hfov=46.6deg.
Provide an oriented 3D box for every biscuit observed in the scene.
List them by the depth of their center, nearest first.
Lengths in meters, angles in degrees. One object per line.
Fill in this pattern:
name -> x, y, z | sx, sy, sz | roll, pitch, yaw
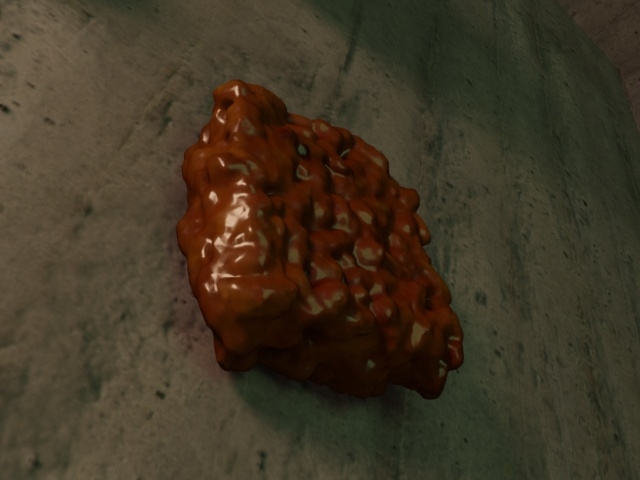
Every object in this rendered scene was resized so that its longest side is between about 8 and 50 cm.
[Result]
biscuit -> 0.000, 0.000, 0.767 | 0.312, 0.110, 0.318 | 22, 44, -35
